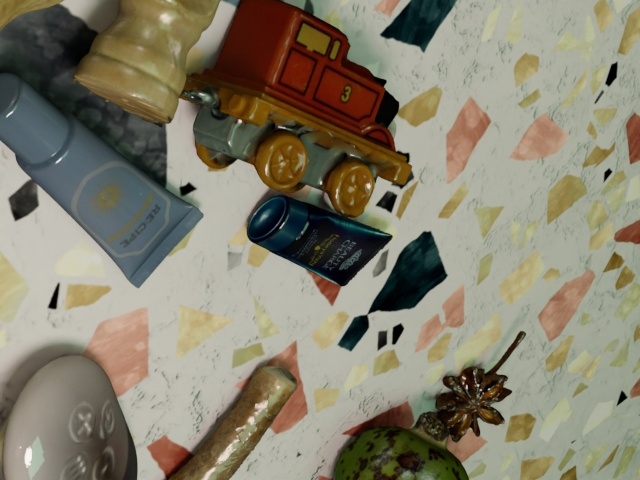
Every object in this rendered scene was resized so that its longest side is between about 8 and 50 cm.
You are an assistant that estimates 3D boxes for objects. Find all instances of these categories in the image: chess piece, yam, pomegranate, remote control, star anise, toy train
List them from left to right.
[{"bbox_3d":[-0.334,0.304,1.575,0.221,0.103,0.332,-60,151,-42],"label":"remote control"},{"bbox_3d":[-0.171,-0.293,1.363,0.137,0.137,0.301,32,81,-49],"label":"chess piece"},{"bbox_3d":[-0.166,0.340,1.809,0.357,0.081,0.081,-52,139,-4],"label":"yam"},{"bbox_3d":[-0.029,-0.175,1.532,0.369,0.163,0.231,18,95,-47],"label":"toy train"},{"bbox_3d":[0.148,0.430,2.043,0.254,0.254,0.270,23,90,-48],"label":"pomegranate"},{"bbox_3d":[0.312,0.289,2.204,0.234,0.073,0.177,-29,127,-3],"label":"star anise"}]

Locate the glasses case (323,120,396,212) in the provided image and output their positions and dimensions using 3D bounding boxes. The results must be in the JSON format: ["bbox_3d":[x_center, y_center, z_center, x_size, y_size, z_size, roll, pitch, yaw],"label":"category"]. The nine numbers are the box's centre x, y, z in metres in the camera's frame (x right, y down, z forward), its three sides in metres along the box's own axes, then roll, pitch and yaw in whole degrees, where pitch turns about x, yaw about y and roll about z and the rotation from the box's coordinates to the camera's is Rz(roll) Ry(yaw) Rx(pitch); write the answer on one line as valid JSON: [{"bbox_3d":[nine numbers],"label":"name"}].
[{"bbox_3d":[0.059,-0.115,1.733,0.063,0.041,0.164,17,104,-49],"label":"glasses case"}]

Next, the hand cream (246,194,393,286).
[{"bbox_3d":[0.000,0.000,1.745,0.120,0.061,0.270,-47,146,15],"label":"hand cream"}]

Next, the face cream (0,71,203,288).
[{"bbox_3d":[-0.279,-0.072,1.425,0.135,0.086,0.385,-49,143,-6],"label":"face cream"}]

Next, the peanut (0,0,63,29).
[{"bbox_3d":[-0.321,-0.294,1.189,0.291,0.143,0.159,-44,128,-7],"label":"peanut"}]
